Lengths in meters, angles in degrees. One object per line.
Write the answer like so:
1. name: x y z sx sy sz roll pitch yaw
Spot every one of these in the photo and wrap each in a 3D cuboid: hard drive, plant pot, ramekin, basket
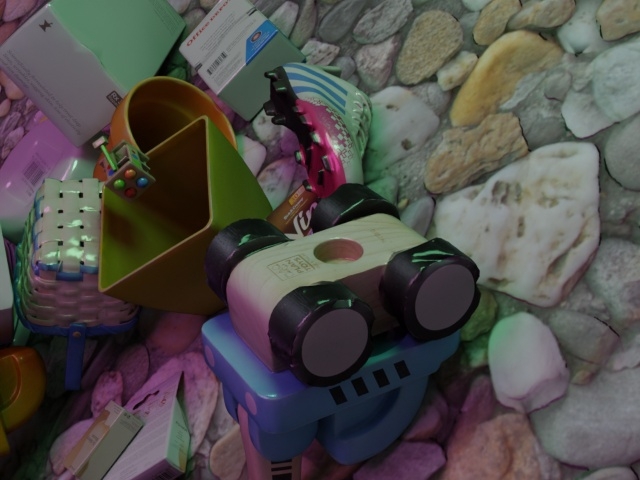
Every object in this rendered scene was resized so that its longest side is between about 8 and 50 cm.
1. hard drive: -0.521 0.026 1.672 0.353 0.047 0.233 139 119 -70
2. plant pot: -0.178 -0.011 1.543 0.212 0.187 0.212 -29 46 24
3. ramekin: -0.467 -0.093 1.913 0.277 0.135 0.277 -24 49 29
4. basket: -0.377 0.064 1.669 0.289 0.201 0.254 115 154 -47
5. plant pot: -0.269 -0.130 1.724 0.188 0.205 0.205 -36 41 43

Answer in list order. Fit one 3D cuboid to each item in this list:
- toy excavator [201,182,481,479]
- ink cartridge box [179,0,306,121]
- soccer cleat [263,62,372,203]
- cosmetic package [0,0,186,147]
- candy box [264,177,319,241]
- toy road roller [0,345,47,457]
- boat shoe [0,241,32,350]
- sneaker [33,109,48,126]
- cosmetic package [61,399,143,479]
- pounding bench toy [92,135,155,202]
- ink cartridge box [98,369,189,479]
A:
1. toy excavator: -0.032 0.211 1.250 0.433 0.445 0.222 -19 32 -24
2. ink cartridge box: -0.135 -0.315 1.795 0.148 0.086 0.203 -46 40 8
3. soccer cleat: 0.024 -0.163 1.503 0.143 0.116 0.331 -9 39 -16
4. cosmetic package: -0.394 -0.354 1.877 0.156 0.217 0.385 -32 20 24
5. candy box: 0.000 0.000 1.474 0.109 0.053 0.186 -43 40 12
6. toy road roller: -0.532 0.292 1.649 0.202 0.241 0.329 -6 102 62
7. boat shoe: -0.595 0.107 1.923 0.109 0.094 0.302 -40 42 15
8. sneaker: -0.476 -0.246 2.083 0.208 0.081 0.094 -37 50 28
9. cosmetic package: -0.311 0.290 1.521 0.115 0.041 0.060 -53 27 -16
10. pounding bench toy: -0.282 -0.103 1.497 0.052 0.083 0.065 -40 42 14
11. ink cartridge box: -0.248 0.288 1.528 0.145 0.045 0.179 -33 26 22
